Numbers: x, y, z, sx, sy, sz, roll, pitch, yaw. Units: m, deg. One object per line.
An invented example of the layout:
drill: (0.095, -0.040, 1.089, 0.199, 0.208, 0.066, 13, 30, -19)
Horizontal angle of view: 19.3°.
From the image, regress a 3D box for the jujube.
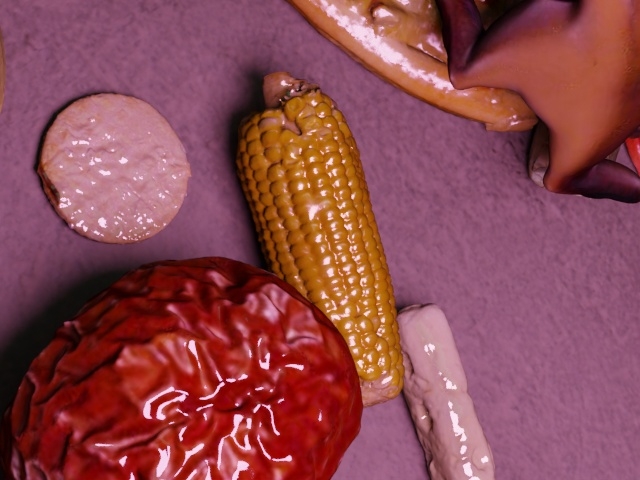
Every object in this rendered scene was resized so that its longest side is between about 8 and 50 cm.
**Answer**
jujube: (-0.093, 0.121, 1.297, 0.213, 0.213, 0.232, 49, 63, -5)

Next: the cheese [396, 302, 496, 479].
cheese: (0.097, 0.142, 1.440, 0.043, 0.065, 0.194, -14, 82, -32)

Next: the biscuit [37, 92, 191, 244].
biscuit: (-0.154, -0.054, 1.410, 0.120, 0.015, 0.120, 6, 74, -22)

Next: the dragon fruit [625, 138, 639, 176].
dragon fruit: (0.316, -0.123, 1.591, 0.106, 0.083, 0.162, 46, 67, -4)

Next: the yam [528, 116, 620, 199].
yam: (0.253, -0.210, 1.586, 0.083, 0.083, 0.371, 24, 69, -16)

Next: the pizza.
pizza: (0.082, -0.239, 1.519, 0.323, 0.089, 0.223, 38, 69, -11)

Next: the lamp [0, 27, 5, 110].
lamp: (-0.336, -0.101, 1.204, 0.250, 0.250, 0.284, 54, 34, -3)

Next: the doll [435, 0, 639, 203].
doll: (0.225, -0.225, 1.444, 0.340, 0.209, 0.318, -55, 133, -29)

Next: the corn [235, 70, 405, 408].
corn: (0.000, 0.000, 1.419, 0.097, 0.097, 0.261, -14, 87, -25)
